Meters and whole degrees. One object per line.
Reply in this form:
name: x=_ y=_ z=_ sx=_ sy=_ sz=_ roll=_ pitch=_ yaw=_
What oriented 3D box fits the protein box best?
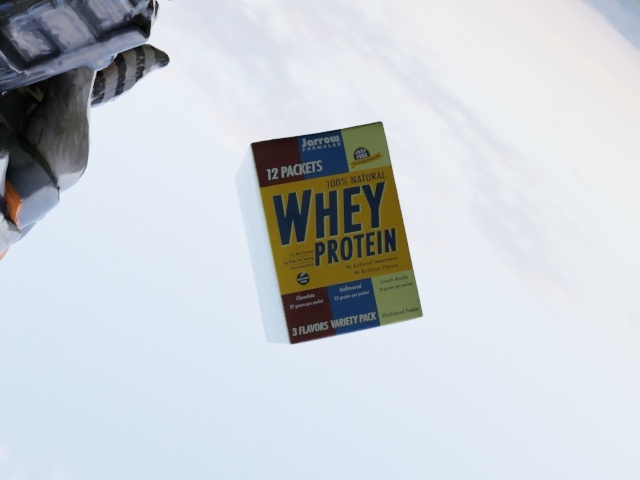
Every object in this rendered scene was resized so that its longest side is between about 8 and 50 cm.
protein box: x=0.000 y=0.000 z=0.973 sx=0.201 sy=0.136 sz=0.200 roll=149 pitch=110 yaw=-79

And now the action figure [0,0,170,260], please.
action figure: x=-0.158 y=-0.103 z=0.569 sx=0.330 sy=0.341 sz=0.178 roll=-75 pitch=-33 yaw=-45
